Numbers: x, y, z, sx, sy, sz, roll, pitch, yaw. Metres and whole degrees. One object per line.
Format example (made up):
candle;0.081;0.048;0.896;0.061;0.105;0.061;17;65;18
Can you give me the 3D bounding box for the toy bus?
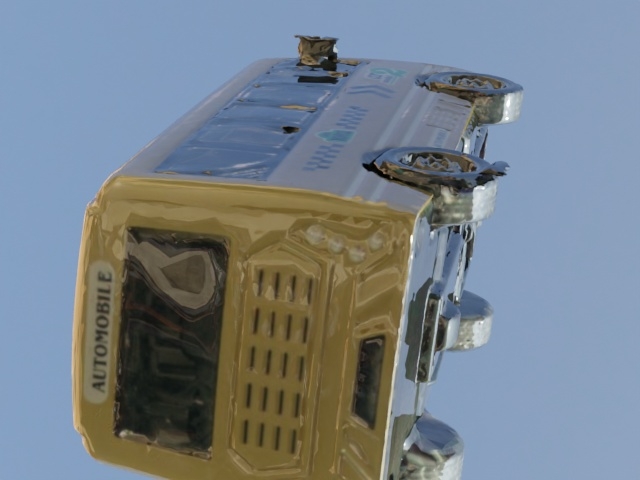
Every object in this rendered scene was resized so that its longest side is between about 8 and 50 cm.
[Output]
toy bus;0.000;0.000;0.862;0.202;0.365;0.177;9;-73;8
